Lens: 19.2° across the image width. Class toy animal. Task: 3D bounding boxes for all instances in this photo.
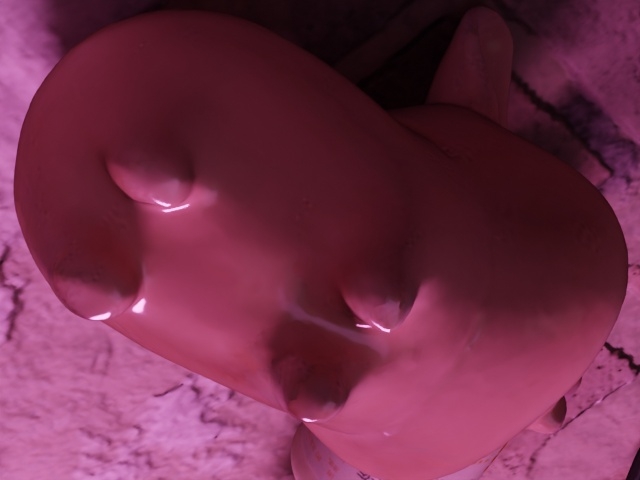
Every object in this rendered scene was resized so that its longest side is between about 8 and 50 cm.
[{"bbox_3d":[0.000,0.000,0.973,0.326,0.269,0.237,35,115,-12],"label":"toy animal"}]

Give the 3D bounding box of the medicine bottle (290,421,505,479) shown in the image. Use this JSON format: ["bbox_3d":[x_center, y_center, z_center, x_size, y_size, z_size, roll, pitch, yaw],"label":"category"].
[{"bbox_3d":[0.043,0.134,1.209,0.114,0.114,0.252,9,130,-35],"label":"medicine bottle"}]

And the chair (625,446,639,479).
[{"bbox_3d":[0.369,0.217,1.425,0.260,0.141,0.155,11,102,-31],"label":"chair"}]
